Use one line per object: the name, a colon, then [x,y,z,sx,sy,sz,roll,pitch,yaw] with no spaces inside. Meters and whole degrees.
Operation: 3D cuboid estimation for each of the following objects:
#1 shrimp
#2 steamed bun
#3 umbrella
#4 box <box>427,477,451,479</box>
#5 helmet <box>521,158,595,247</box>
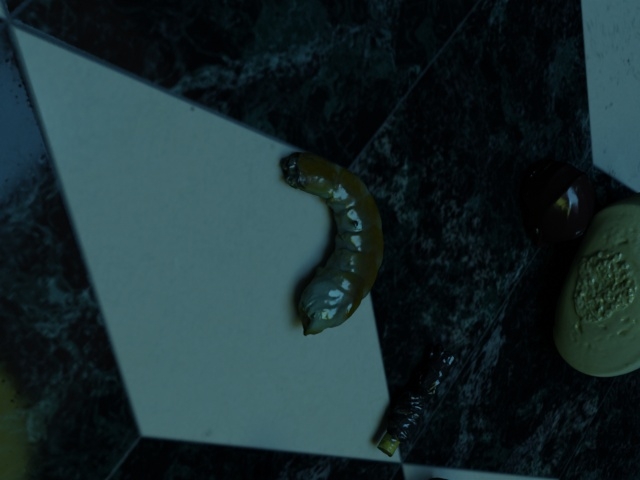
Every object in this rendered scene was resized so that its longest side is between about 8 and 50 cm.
shrimp: [0.000,0.000,0.842,0.166,0.049,0.161,49,64,-36]
steamed bun: [0.433,0.063,1.146,0.200,0.155,0.250,-6,118,-52]
umbrella: [0.111,0.185,0.986,0.144,0.037,0.040,-55,143,-22]
box: [0.155,0.331,1.009,0.084,0.122,0.069,-11,94,-42]
helmet: [0.315,-0.044,1.097,0.098,0.070,0.123,-38,121,-30]
